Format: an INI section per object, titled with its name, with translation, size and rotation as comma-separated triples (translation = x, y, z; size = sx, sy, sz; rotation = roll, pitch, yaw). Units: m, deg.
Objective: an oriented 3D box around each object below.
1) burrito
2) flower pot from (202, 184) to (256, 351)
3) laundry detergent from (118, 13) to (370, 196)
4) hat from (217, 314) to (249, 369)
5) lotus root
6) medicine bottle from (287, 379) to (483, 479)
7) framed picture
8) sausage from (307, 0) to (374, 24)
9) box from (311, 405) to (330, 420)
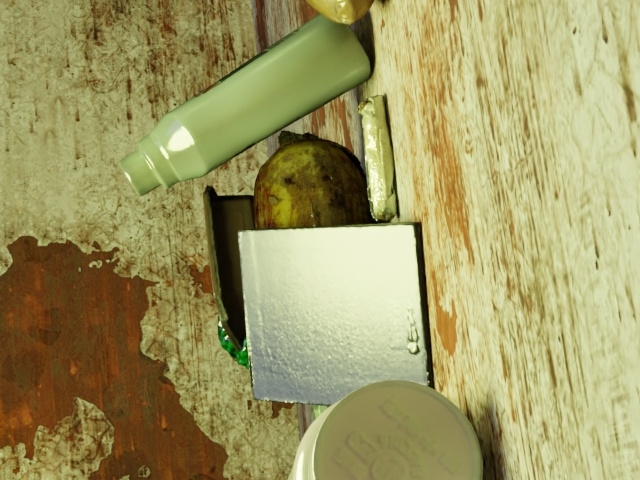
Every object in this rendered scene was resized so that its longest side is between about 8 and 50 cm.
[burrito]
translation = 0.084, -0.118, 1.793
size = 0.045, 0.041, 0.185
rotation = -8, 85, 42
[flower pot]
translation = -0.118, 0.036, 1.996
size = 0.179, 0.084, 0.250
rotation = 68, -168, -61
[laundry detergent]
translation = -0.126, -0.198, 1.945
size = 0.124, 0.398, 0.264
rotation = 58, 176, -9
[hat]
translation = -0.014, 0.080, 2.160
size = 0.332, 0.242, 0.274
rotation = -62, -5, 12
[lotus root]
translation = 0.000, 0.000, 1.915
size = 0.196, 0.179, 0.397
rotation = 32, -137, -58
[medicine bottle]
translation = 0.068, 0.295, 1.492
size = 0.378, 0.214, 0.213
rotation = 102, 162, -69
[framed picture]
translation = 0.014, 0.105, 1.748
size = 0.339, 0.014, 0.255
rotation = -3, 94, 43
[sausage]
translation = -0.001, -0.425, 1.904
size = 0.501, 0.123, 0.136
rotation = -116, 20, -69
[box]
translation = 0.055, 0.262, 1.978
size = 0.225, 0.118, 0.225
rotation = -104, 11, -52
